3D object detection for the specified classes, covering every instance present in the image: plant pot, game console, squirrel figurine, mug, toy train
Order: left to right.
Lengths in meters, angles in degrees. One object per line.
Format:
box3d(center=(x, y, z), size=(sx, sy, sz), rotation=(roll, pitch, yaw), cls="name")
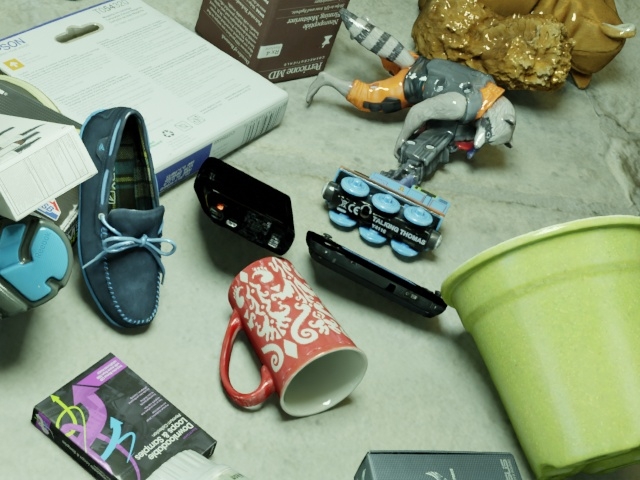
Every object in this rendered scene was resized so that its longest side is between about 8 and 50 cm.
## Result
box3d(center=(-0.049, 0.108, 1.187), size=(0.150, 0.113, 0.169), rotation=(-6, 45, -33), cls="mug")
box3d(center=(0.000, 0.000, 1.324), size=(0.361, 0.044, 0.213), rotation=(28, 11, -10), cls="game console")
box3d(center=(0.093, -0.045, 1.449), size=(0.184, 0.080, 0.105), rotation=(25, 31, 7), cls="toy train")
box3d(center=(0.377, -0.394, 1.869), size=(0.370, 0.281, 0.397), rotation=(29, 53, -8), cls="squirrel figurine")
box3d(center=(0.308, 0.142, 1.203), size=(0.276, 0.276, 0.253), rotation=(-2, 66, -27), cls="plant pot")

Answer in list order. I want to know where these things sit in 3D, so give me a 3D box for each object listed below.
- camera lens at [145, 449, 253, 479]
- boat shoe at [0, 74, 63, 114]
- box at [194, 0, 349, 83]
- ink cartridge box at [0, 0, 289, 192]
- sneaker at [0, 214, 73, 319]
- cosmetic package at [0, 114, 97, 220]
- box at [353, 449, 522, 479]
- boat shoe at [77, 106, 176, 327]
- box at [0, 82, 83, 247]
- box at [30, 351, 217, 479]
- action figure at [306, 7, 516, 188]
box3d(center=(-0.059, 0.335, 0.844), size=(0.274, 0.219, 0.219), rotation=(33, 41, 13), cls="camera lens")
box3d(center=(-0.376, -0.138, 1.329), size=(0.223, 0.080, 0.073), rotation=(38, 37, 11), cls="boat shoe")
box3d(center=(-0.073, -0.387, 1.646), size=(0.168, 0.203, 0.167), rotation=(-19, 55, -38), cls="box")
box3d(center=(-0.269, -0.220, 1.480), size=(0.330, 0.071, 0.324), rotation=(33, 41, 18), cls="ink cartridge box")
box3d(center=(-0.421, 0.063, 1.049), size=(0.341, 0.125, 0.139), rotation=(-16, 8, -10), cls="sneaker")
box3d(center=(-0.337, -0.085, 1.078), size=(0.099, 0.060, 0.239), rotation=(-34, 27, -27), cls="cosmetic package")
box3d(center=(0.148, 0.332, 1.066), size=(0.183, 0.059, 0.232), rotation=(5, 43, -18), cls="box")
box3d(center=(-0.229, -0.026, 1.165), size=(0.109, 0.089, 0.258), rotation=(-15, 94, -43), cls="boat shoe")
box3d(center=(-0.403, -0.080, 1.218), size=(0.270, 0.060, 0.216), rotation=(27, 60, 5), cls="box")
box3d(center=(-0.206, 0.201, 1.072), size=(0.162, 0.029, 0.116), rotation=(37, 42, 14), cls="box")
box3d(center=(0.151, -0.220, 1.594), size=(0.330, 0.178, 0.341), rotation=(23, 40, 11), cls="action figure")
